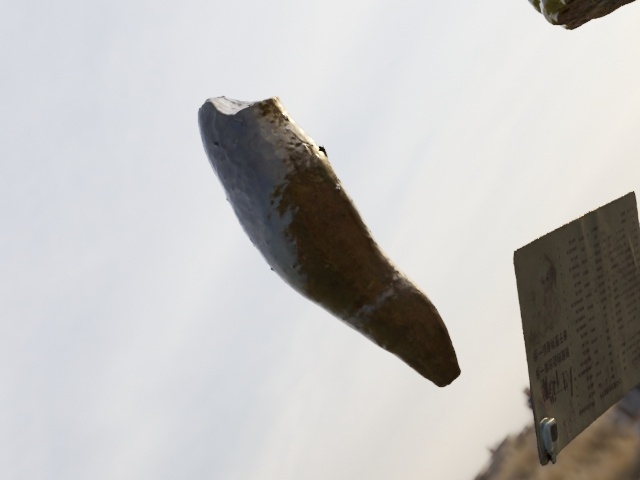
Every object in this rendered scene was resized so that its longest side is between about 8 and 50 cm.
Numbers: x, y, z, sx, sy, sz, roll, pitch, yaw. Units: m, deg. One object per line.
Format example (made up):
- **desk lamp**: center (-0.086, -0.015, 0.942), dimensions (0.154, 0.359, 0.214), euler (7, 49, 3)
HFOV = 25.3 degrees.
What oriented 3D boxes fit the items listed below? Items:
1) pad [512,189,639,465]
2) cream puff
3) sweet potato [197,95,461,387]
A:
- **pad**: center (0.213, 0.059, 1.108), dimensions (0.265, 0.009, 0.159), euler (-21, -76, -57)
- **cream puff**: center (0.250, -0.278, 1.372), dimensions (0.146, 0.116, 0.146), euler (-26, -15, -8)
- **sweet potato**: center (0.000, 0.000, 0.910), dimensions (0.077, 0.243, 0.077), euler (-35, -8, -6)
